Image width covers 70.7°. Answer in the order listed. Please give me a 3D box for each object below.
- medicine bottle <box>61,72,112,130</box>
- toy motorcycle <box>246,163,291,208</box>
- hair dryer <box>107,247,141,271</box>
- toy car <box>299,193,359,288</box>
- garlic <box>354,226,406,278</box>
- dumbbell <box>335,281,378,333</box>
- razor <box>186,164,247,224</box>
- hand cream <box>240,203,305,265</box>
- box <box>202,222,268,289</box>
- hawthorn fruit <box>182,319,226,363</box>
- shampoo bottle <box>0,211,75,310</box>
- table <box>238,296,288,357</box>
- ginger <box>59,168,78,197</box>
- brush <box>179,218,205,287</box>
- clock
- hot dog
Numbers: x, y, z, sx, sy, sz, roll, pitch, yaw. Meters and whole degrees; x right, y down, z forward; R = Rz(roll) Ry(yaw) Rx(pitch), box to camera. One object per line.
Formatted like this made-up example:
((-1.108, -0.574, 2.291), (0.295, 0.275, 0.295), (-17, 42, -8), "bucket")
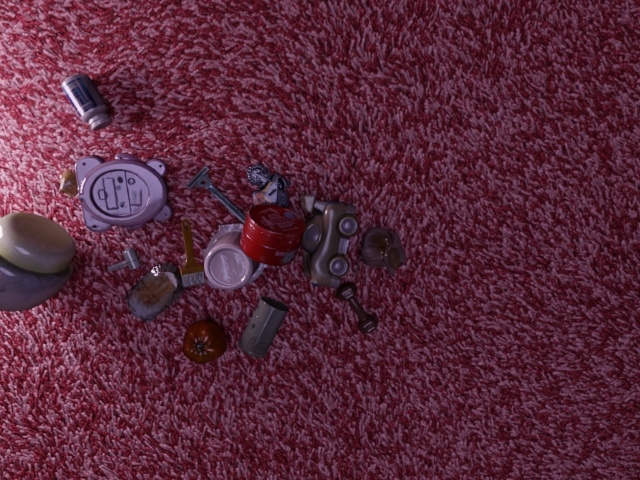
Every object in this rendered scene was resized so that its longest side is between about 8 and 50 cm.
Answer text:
((-0.867, -0.514, 1.684), (0.107, 0.107, 0.191), (-29, 99, -1), "medicine bottle")
((-0.191, -0.158, 1.796), (0.173, 0.108, 0.307), (-12, 101, -9), "toy motorcycle")
((-0.797, 0.089, 1.808), (0.137, 0.047, 0.082), (-20, 98, 5), "hair dryer")
((0.000, 0.000, 1.762), (0.226, 0.242, 0.335), (14, 94, -12), "toy car")
((0.234, 0.082, 1.822), (0.207, 0.207, 0.256), (34, 101, -9), "garlic")
((0.156, 0.285, 1.896), (0.092, 0.082, 0.230), (-32, 99, 1), "dumbbell")
((-0.392, -0.165, 1.808), (0.111, 0.056, 0.278), (-45, 106, 3), "razor")
((-0.178, -0.022, 1.660), (0.230, 0.230, 0.149), (20, 119, -7), "hand cream")
((-0.362, 0.094, 1.754), (0.262, 0.206, 0.291), (44, 96, -8), "box")
((-0.461, 0.407, 1.814), (0.189, 0.189, 0.189), (-1, 98, -5), "hawthorn fruit")
((-1.086, 0.082, 1.640), (0.322, 0.322, 0.317), (39, 105, -9), "shampoo bottle")
((-0.235, 0.353, 1.849), (0.126, 0.126, 0.220), (25, 96, -8), "table")
((-0.935, -0.243, 1.739), (0.165, 0.067, 0.096), (-43, 99, -12), "ginger")
((-0.527, 0.048, 1.816), (0.103, 0.013, 0.272), (-9, 93, -45), "brush")
((-0.743, -0.185, 1.721), (0.322, 0.113, 0.295), (-6, 106, -14), "clock")
((-0.663, 0.210, 1.817), (0.270, 0.082, 0.162), (-42, 94, 8), "hot dog")
